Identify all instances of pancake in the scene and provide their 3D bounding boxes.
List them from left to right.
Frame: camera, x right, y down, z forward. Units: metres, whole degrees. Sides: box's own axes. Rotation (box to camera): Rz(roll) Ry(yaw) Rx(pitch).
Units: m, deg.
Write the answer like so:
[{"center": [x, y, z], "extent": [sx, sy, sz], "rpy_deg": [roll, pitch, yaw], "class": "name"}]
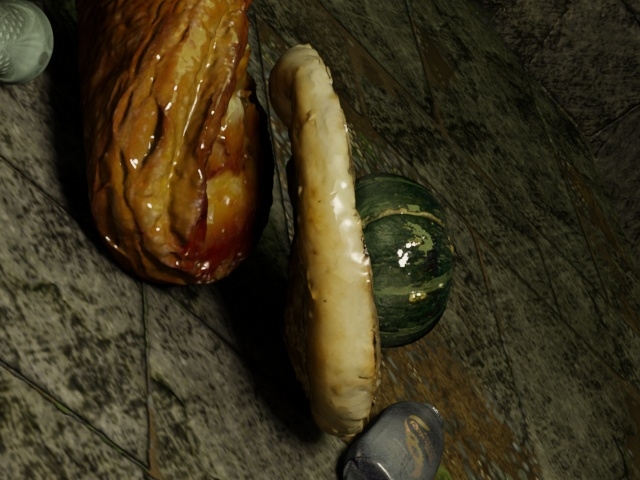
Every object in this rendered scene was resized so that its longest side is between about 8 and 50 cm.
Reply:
[{"center": [0.000, 0.001, 1.618], "extent": [0.387, 0.082, 0.386], "rpy_deg": [176, -90, -87], "class": "pancake"}]

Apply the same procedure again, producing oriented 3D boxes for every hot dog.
[{"center": [-0.131, -0.136, 1.591], "extent": [0.387, 0.174, 0.267], "rpy_deg": [-102, 180, -45], "class": "hot dog"}]

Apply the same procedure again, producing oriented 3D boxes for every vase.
[{"center": [-0.298, -0.171, 1.414], "extent": [0.096, 0.096, 0.219], "rpy_deg": [59, 16, 9], "class": "vase"}]

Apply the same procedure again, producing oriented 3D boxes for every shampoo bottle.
[{"center": [0.079, 0.214, 1.738], "extent": [0.087, 0.049, 0.234], "rpy_deg": [58, 19, 0], "class": "shampoo bottle"}]

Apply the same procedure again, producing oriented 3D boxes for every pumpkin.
[{"center": [0.068, 0.021, 1.856], "extent": [0.190, 0.146, 0.190], "rpy_deg": [7, 90, -87], "class": "pumpkin"}]
